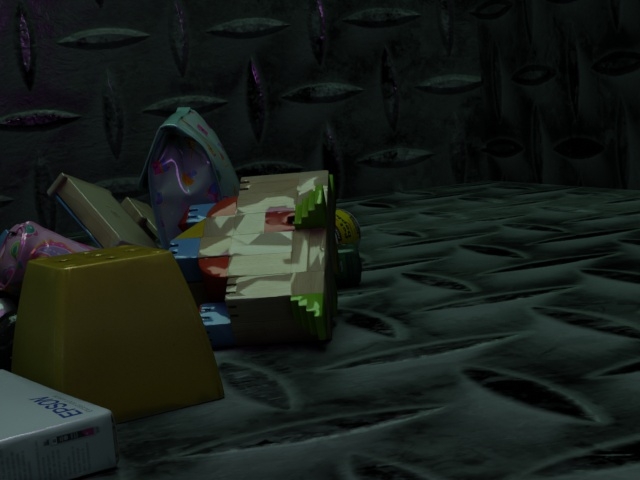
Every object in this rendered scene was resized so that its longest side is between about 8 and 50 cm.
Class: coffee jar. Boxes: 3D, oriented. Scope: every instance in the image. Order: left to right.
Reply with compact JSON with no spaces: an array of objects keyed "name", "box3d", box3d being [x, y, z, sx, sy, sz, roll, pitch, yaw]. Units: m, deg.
[{"name":"coffee jar","box3d":[-0.021,0.053,2.081,0.184,0.079,0.096,-8,7,-15]}]

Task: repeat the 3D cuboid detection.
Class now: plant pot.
[{"name":"plant pot","box3d":[-0.266,0.109,1.376,0.212,0.187,0.212,-10,8,-30]}]

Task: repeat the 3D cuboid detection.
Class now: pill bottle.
[{"name":"pill bottle","box3d":[0.000,0.000,2.336,0.117,0.117,0.215,-3,8,21]}]

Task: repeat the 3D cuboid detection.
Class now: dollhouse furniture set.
[{"name":"dollhouse furniture set","box3d":[-0.438,0.075,2.042,0.198,0.303,0.286,45,12,29]}]

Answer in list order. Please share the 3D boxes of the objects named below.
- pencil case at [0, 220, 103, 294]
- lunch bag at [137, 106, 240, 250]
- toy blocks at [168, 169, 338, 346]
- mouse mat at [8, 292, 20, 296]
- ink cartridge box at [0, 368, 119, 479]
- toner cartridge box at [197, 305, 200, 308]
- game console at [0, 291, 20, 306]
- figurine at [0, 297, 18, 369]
[{"name":"pencil case","box3d":[-0.373,0.057,1.788,0.284,0.124,0.124,17,-5,-29]},{"name":"lunch bag","box3d":[-0.235,-0.107,2.025,0.160,0.262,0.223,-15,13,7]},{"name":"toy blocks","box3d":[-0.113,0.027,1.712,0.261,0.190,0.381,-5,41,6]},{"name":"mouse mat","box3d":[-0.375,0.117,1.730,0.153,0.007,0.190,9,-13,30]},{"name":"ink cartridge box","box3d":[-0.427,0.214,1.146,0.330,0.071,0.324,-9,8,-36]},{"name":"toner cartridge box","box3d":[-0.170,0.069,1.957,0.165,0.075,0.348,-24,15,-26]},{"name":"game console","box3d":[-0.639,0.116,1.879,0.213,0.044,0.361,-1,-12,-31]},{"name":"figurine","box3d":[-0.529,0.155,1.649,0.209,0.092,0.215,-16,11,-35]}]
